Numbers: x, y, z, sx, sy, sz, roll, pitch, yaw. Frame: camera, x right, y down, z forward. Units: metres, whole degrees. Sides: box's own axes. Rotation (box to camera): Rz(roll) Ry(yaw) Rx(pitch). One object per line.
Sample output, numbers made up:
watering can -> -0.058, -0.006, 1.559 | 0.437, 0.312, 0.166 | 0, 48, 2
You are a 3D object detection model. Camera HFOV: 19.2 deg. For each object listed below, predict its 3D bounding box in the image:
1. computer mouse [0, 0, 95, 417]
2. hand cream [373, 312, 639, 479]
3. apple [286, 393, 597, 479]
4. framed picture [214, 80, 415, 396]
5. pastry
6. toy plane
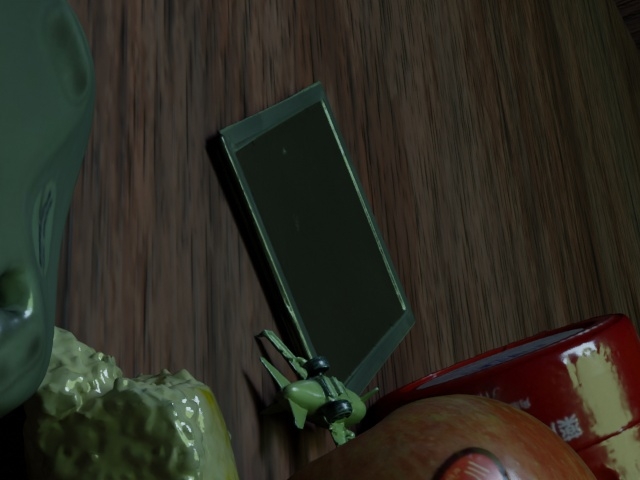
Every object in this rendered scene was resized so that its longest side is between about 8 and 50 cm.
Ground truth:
computer mouse -> -0.178, -0.039, 0.637 | 0.331, 0.095, 0.197 | 36, 56, -62
hand cream -> 0.139, 0.134, 1.263 | 0.125, 0.193, 0.193 | 68, 17, 1
apple -> 0.057, 0.175, 0.953 | 0.164, 0.209, 0.209 | 54, 12, 18
framed picture -> 0.000, 0.000, 1.275 | 0.197, 0.014, 0.252 | 69, 18, -6
pastry -> -0.066, 0.158, 0.788 | 0.121, 0.089, 0.258 | 121, -42, -78
toy plane -> 0.001, 0.096, 1.118 | 0.111, 0.040, 0.102 | 16, 42, -58
